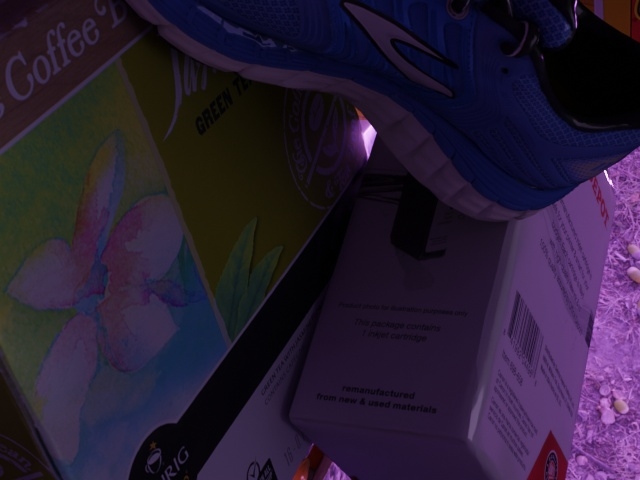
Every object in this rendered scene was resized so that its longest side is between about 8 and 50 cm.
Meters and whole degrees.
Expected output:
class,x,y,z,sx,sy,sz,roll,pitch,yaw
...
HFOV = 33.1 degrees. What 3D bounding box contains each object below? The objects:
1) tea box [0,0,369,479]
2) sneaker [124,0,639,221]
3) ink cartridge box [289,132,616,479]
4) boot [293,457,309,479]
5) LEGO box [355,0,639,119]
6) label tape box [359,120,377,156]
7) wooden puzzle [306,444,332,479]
class,x,y,z,sx,sy,sz,roll,pitch,yaw
tea box,-0.137,-0.004,0.604,0.329,0.220,0.323,-56,137,-45
sneaker,0.041,-0.127,0.494,0.330,0.147,0.129,26,59,-30
ink cartridge box,0.102,0.034,0.701,0.197,0.114,0.272,54,48,-50
boot,-0.064,0.327,1.129,0.211,0.104,0.295,-23,110,-69
LEGO box,0.064,-0.292,0.796,0.193,0.501,0.372,-62,148,-52
label tape box,0.000,0.000,1.252,0.347,0.115,0.249,-50,140,-57
wooden puzzle,0.042,0.190,1.330,0.221,0.044,0.238,-57,177,-35
